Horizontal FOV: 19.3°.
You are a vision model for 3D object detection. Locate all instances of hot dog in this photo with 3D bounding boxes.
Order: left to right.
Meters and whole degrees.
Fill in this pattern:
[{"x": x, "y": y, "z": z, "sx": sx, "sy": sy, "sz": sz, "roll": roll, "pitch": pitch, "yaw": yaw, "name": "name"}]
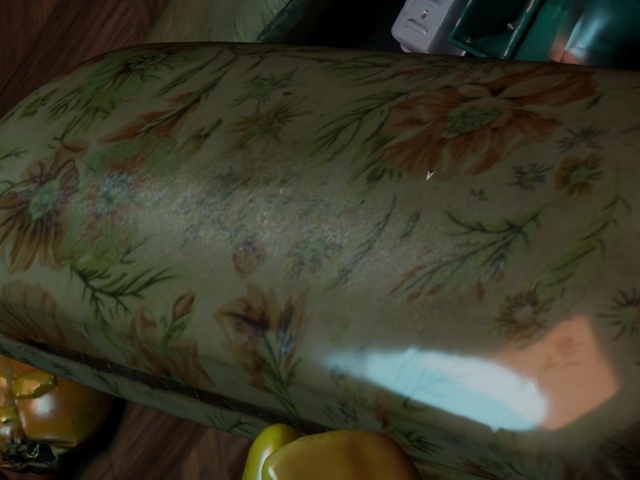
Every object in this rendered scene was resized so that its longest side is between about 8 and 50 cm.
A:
[{"x": -0.173, "y": 0.032, "z": 1.211, "sx": 0.115, "sy": 0.072, "sz": 0.269, "roll": -52, "pitch": 30, "yaw": 38, "name": "hot dog"}]

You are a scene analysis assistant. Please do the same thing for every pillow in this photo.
[{"x": -0.057, "y": -0.122, "z": 1.109, "sx": 0.302, "sy": 0.075, "sz": 0.185, "roll": -48, "pitch": 21, "yaw": 41, "name": "pillow"}]

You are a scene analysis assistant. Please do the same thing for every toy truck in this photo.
[{"x": 0.108, "y": -0.080, "z": 0.767, "sx": 0.110, "sy": 0.116, "sz": 0.216, "roll": -61, "pitch": 28, "yaw": 7, "name": "toy truck"}]

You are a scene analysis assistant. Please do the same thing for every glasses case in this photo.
[{"x": 0.000, "y": 0.000, "z": 0.698, "sx": 0.425, "sy": 0.098, "sz": 0.156, "roll": 11, "pitch": 53, "yaw": 48, "name": "glasses case"}]

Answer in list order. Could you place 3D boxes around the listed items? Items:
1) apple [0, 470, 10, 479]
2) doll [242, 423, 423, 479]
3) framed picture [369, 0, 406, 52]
[{"x": -0.239, "y": 0.201, "z": 1.078, "sx": 0.199, "sy": 0.199, "sz": 0.199, "roll": -40, "pitch": 37, "yaw": 38, "name": "apple"}, {"x": 0.006, "y": 0.167, "z": 0.616, "sx": 0.363, "sy": 0.145, "sz": 0.199, "roll": 99, "pitch": 164, "yaw": -63, "name": "doll"}, {"x": 0.126, "y": -0.275, "z": 1.004, "sx": 0.347, "sy": 0.016, "sz": 0.265, "roll": -48, "pitch": 32, "yaw": 29, "name": "framed picture"}]
